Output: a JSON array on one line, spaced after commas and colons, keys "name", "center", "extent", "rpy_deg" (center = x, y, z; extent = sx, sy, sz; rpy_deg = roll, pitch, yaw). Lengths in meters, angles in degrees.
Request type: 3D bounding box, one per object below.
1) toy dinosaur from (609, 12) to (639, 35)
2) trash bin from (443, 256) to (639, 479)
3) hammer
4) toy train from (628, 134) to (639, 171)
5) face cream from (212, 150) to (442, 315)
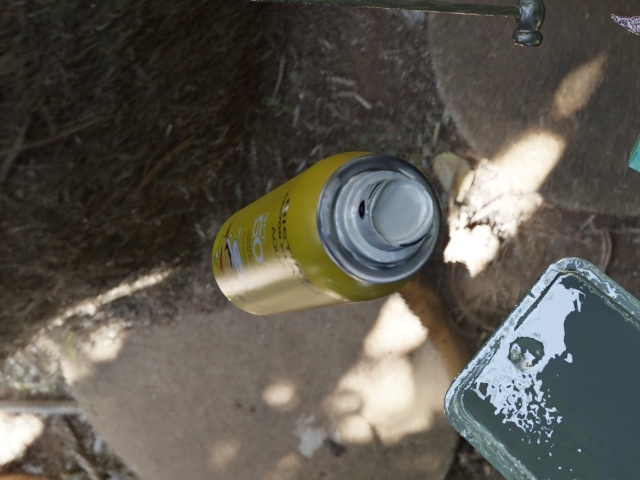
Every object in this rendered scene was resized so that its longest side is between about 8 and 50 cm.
[{"name": "toy dinosaur", "center": [0.351, -0.205, 0.915], "extent": [0.220, 0.032, 0.108], "rpy_deg": [15, 105, 52]}, {"name": "trash bin", "center": [0.198, 0.115, 0.646], "extent": [0.164, 0.240, 0.122], "rpy_deg": [42, 99, 23]}, {"name": "hammer", "center": [0.075, -0.209, 0.918], "extent": [0.292, 0.029, 0.058], "rpy_deg": [-2, 104, -21]}, {"name": "toy train", "center": [0.180, -0.059, 0.478], "extent": [0.045, 0.029, 0.092], "rpy_deg": [29, 143, 14]}, {"name": "face cream", "center": [0.000, 0.000, 0.779], "extent": [0.105, 0.105, 0.348], "rpy_deg": [47, 163, -8]}]
